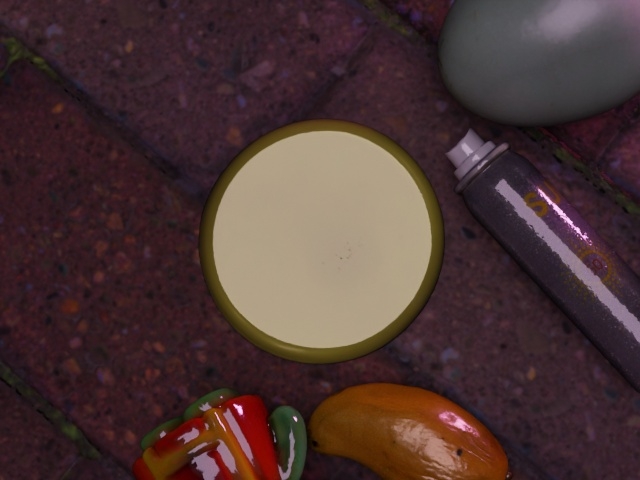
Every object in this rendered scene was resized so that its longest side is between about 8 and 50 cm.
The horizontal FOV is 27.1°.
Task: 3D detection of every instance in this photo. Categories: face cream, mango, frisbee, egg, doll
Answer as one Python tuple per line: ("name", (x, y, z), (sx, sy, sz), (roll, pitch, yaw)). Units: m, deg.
("face cream", (0.220, 0.012, 1.207), (0.073, 0.073, 0.283), (-42, 83, 0))
("mango", (0.083, 0.183, 1.206), (0.190, 0.075, 0.098), (20, 81, 13))
("frisbee", (0.000, 0.000, 1.256), (0.236, 0.017, 0.236), (0, 85, 4))
("egg", (0.215, -0.189, 1.178), (0.231, 0.168, 0.168), (-22, 83, 6))
("doll", (-0.032, 0.306, 1.160), (0.183, 0.160, 0.363), (-32, 83, 1))
